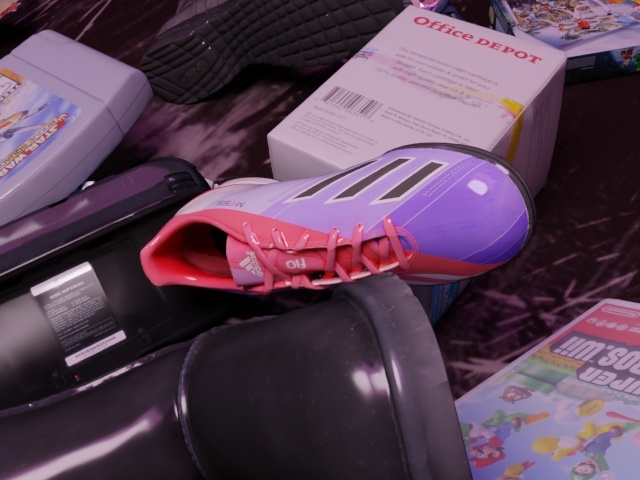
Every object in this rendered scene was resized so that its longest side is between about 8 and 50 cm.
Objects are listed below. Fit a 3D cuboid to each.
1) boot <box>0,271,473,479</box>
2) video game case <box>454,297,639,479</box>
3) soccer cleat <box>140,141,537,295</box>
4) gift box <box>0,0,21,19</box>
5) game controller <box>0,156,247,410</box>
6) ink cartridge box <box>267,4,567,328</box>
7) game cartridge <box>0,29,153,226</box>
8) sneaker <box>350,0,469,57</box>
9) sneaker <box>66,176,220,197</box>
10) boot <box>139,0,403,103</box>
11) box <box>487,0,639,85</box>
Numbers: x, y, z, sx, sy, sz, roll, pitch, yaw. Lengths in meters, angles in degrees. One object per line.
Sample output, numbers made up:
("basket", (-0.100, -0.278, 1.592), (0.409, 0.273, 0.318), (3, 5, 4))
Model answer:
("boot", (-0.166, 0.149, 0.475), (0.445, 0.367, 0.146), (-13, 84, -10))
("video game case", (0.195, 0.125, 0.552), (0.285, 0.025, 0.204), (-27, 18, -27))
("soccer cleat", (0.000, 0.000, 0.582), (0.318, 0.109, 0.116), (-2, 22, 41))
("gift box", (-0.546, -0.330, 0.981), (0.276, 0.258, 0.255), (13, 51, 28))
("game controller", (-0.225, 0.049, 0.707), (0.319, 0.067, 0.166), (-27, 93, -15))
("ink cartridge box", (0.095, -0.074, 0.737), (0.171, 0.168, 0.233), (28, 57, 27))
("game cartridge", (-0.323, -0.095, 0.802), (0.198, 0.062, 0.297), (26, 63, 37))
("sneaker", (0.126, -0.224, 0.891), (0.112, 0.131, 0.319), (-32, 53, -22))
("sneaker", (-0.191, -0.012, 0.787), (0.190, 0.071, 0.083), (-8, 54, 0))
("boot", (-0.058, -0.304, 0.945), (0.338, 0.118, 0.223), (-9, 46, 23))
("box", (0.340, -0.264, 0.958), (0.233, 0.044, 0.159), (-10, 48, -2))
